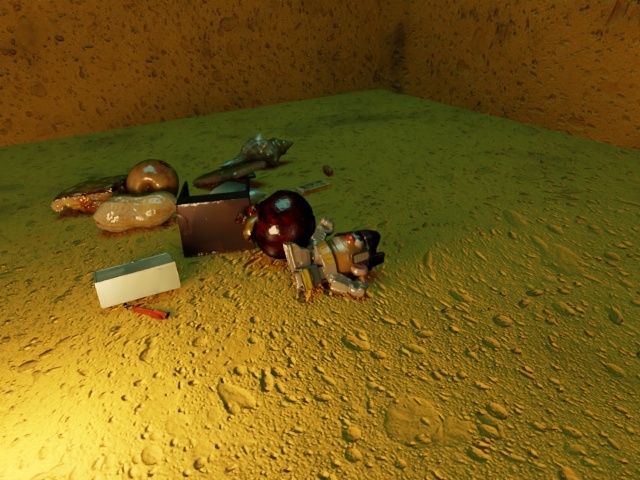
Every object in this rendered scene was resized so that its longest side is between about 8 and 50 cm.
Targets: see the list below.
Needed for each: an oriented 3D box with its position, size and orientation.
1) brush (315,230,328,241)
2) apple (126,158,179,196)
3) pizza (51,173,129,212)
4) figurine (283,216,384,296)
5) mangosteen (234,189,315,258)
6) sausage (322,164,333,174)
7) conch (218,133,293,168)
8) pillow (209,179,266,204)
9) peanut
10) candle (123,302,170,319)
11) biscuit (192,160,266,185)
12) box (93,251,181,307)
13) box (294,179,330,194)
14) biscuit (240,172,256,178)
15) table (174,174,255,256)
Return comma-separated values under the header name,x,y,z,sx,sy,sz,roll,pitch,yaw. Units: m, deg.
name,x,y,z,sx,sy,sz,roll,pitch,yaw
brush,0.000,0.000,1.771,0.205,0.011,0.083,21,34,38
apple,-0.696,-0.232,2.099,0.210,0.211,0.188,-5,24,-3
pizza,-0.941,-0.207,2.177,0.277,0.114,0.408,13,32,32
figurine,0.045,0.051,1.513,0.308,0.143,0.309,5,63,-11
mangosteen,-0.148,-0.054,1.648,0.265,0.228,0.228,4,26,-3
sausage,0.035,-0.338,2.412,0.034,0.034,0.083,-12,28,-16
conch,-0.326,-0.455,2.552,0.385,0.170,0.203,-4,1,-6
pillow,-0.353,-0.192,2.117,0.144,0.078,0.254,-26,32,-32
peanut,-0.704,-0.116,1.941,0.313,0.149,0.149,-9,27,-11
candle,-0.494,0.200,1.415,0.167,0.026,0.021,7,5,25
biscuit,-0.421,-0.312,2.317,0.324,0.044,0.217,-2,20,43
box,-0.543,0.116,1.494,0.225,0.086,0.129,-15,18,-21
box,-0.034,-0.236,2.232,0.149,0.020,0.073,-20,32,-29
biscuit,-0.367,-0.321,2.442,0.129,0.019,0.119,9,29,22
table,-0.369,-0.097,1.815,0.250,0.196,0.282,-8,25,-6
